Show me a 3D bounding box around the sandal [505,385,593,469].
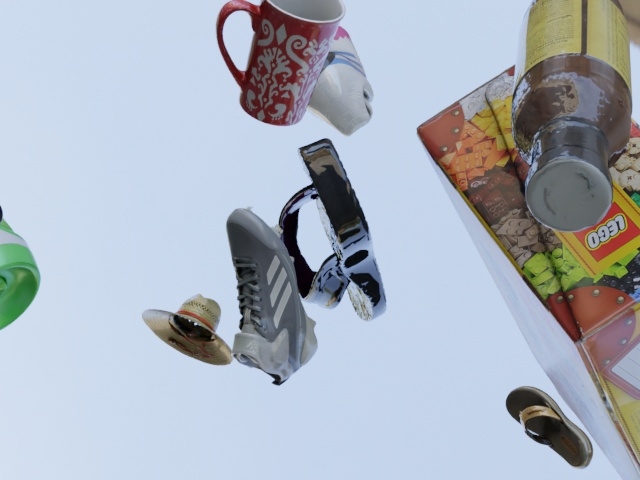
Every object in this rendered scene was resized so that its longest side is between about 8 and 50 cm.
[{"bbox_3d":[0.333,0.278,2.112,0.180,0.049,0.072,44,-50,44],"label":"sandal"}]

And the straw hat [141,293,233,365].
[{"bbox_3d":[-0.163,0.104,1.874,0.144,0.061,0.144,22,-25,11],"label":"straw hat"}]

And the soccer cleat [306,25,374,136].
[{"bbox_3d":[0.019,-0.241,2.192,0.116,0.331,0.143,-39,-77,14],"label":"soccer cleat"}]

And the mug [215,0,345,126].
[{"bbox_3d":[-0.060,-0.251,1.854,0.150,0.113,0.169,23,-54,7],"label":"mug"}]

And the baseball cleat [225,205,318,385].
[{"bbox_3d":[-0.067,0.069,1.573,0.072,0.109,0.206,-2,-58,45],"label":"baseball cleat"}]

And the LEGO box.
[{"bbox_3d":[0.343,0.079,1.609,0.500,0.193,0.372,56,1,-46],"label":"LEGO box"}]

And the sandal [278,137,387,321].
[{"bbox_3d":[-0.001,-0.003,1.742,0.446,0.107,0.167,71,-5,-70],"label":"sandal"}]

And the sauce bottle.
[{"bbox_3d":[0.224,-0.125,1.271,0.111,0.344,0.111,6,-58,9],"label":"sauce bottle"}]

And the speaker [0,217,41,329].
[{"bbox_3d":[-0.421,-0.034,1.506,0.296,0.131,0.131,47,-41,25],"label":"speaker"}]

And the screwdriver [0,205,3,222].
[{"bbox_3d":[-0.273,-0.008,0.914,0.170,0.024,0.025,-5,-97,29],"label":"screwdriver"}]
